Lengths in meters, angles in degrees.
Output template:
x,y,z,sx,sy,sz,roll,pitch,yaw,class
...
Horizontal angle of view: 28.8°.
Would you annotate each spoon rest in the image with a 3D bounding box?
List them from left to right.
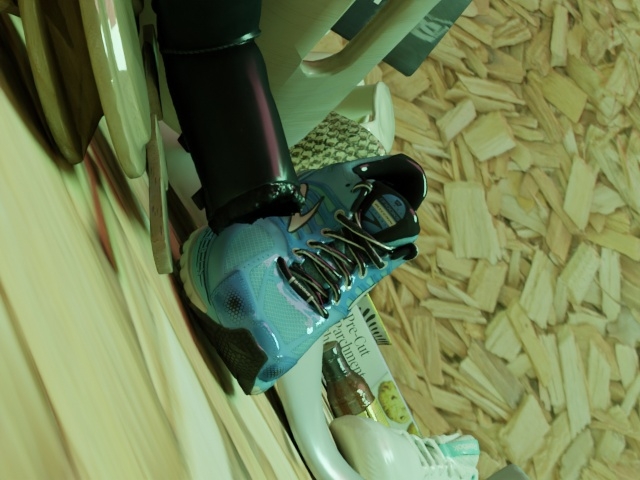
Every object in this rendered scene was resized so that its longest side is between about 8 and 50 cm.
x,y,z,sx,sy,sz,roll,pitch,yaw,class
-0.007,0.046,0.618,0.276,0.084,0.137,50,-1,-5,spoon rest

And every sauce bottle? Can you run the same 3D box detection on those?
x,y,z,sx,sy,sz,roll,pitch,yaw,class
0.032,0.147,1.088,0.042,0.042,0.128,-119,-176,-81,sauce bottle

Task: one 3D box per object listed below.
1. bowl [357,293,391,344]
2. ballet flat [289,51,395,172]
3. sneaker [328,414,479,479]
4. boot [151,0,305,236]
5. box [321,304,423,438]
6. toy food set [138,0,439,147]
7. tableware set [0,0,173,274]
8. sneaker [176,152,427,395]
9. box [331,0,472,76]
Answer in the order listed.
x,y,z,sx,sy,sz,roll,pitch,yaw,class
0.004,0.053,1.330,0.170,0.080,0.170,64,0,0,bowl
-0.018,-0.105,1.205,0.164,0.182,0.483,63,0,-20,ballet flat
0.069,0.161,0.887,0.212,0.094,0.080,64,1,-62,sneaker
-0.032,-0.057,0.424,0.121,0.045,0.099,137,-61,-79,boot
0.052,0.166,1.240,0.324,0.067,0.063,64,-1,-23,box
-0.048,-0.210,0.501,0.306,0.092,0.220,59,-36,6,toy food set
-0.080,-0.084,0.392,0.194,0.039,0.128,-106,-174,-60,tableware set
0.000,0.000,0.495,0.063,0.073,0.162,57,29,-13,sneaker
-0.077,-0.315,0.920,0.318,0.097,0.395,24,27,-31,box
